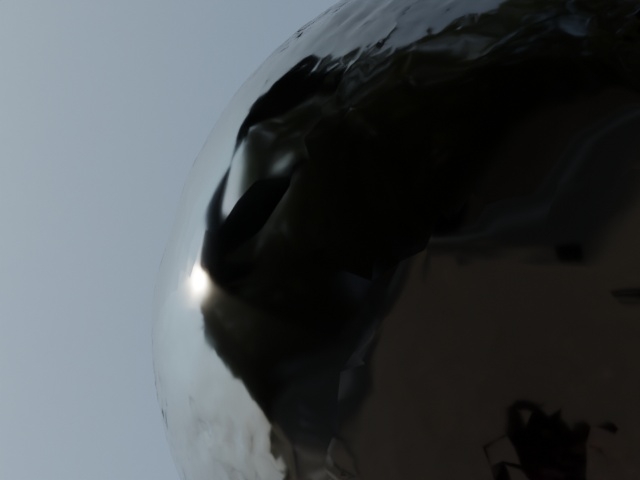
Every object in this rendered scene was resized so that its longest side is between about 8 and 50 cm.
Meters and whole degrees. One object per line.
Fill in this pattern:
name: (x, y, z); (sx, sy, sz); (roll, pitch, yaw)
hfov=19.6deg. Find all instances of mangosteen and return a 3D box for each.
mangosteen: (0.088, 0.053, 0.555); (0.275, 0.275, 0.302); (-15, -76, 8)
